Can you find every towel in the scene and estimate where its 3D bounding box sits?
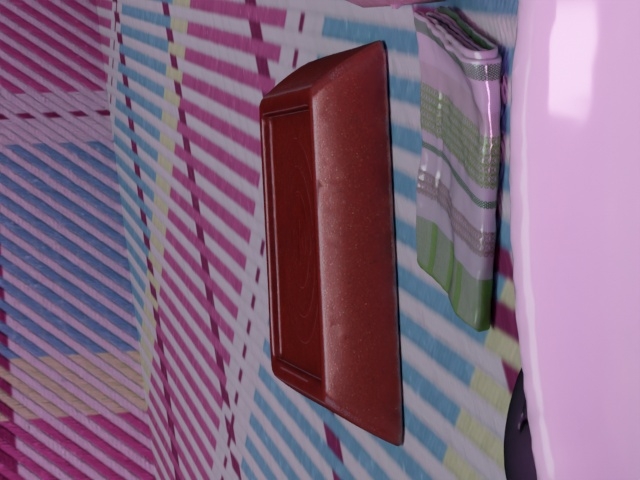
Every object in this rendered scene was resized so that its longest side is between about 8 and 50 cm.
[{"bbox_3d":[0.070,-0.040,1.032,0.113,0.023,0.152,-120,29,-68],"label":"towel"}]

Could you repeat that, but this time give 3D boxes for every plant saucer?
[{"bbox_3d":[0.000,0.000,1.336,0.258,0.047,0.259,-171,78,-79],"label":"plant saucer"}]

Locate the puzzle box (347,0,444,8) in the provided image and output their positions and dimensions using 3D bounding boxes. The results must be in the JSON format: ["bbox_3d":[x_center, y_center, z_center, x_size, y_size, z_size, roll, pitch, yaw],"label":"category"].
[{"bbox_3d":[-0.005,-0.257,0.874,0.409,0.052,0.272,-9,-84,-77],"label":"puzzle box"}]

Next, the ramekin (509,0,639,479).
[{"bbox_3d":[0.142,0.002,0.397,0.277,0.135,0.277,177,90,-79],"label":"ramekin"}]

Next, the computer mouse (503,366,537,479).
[{"bbox_3d":[0.104,0.022,0.784,0.184,0.060,0.262,-105,17,-44],"label":"computer mouse"}]
